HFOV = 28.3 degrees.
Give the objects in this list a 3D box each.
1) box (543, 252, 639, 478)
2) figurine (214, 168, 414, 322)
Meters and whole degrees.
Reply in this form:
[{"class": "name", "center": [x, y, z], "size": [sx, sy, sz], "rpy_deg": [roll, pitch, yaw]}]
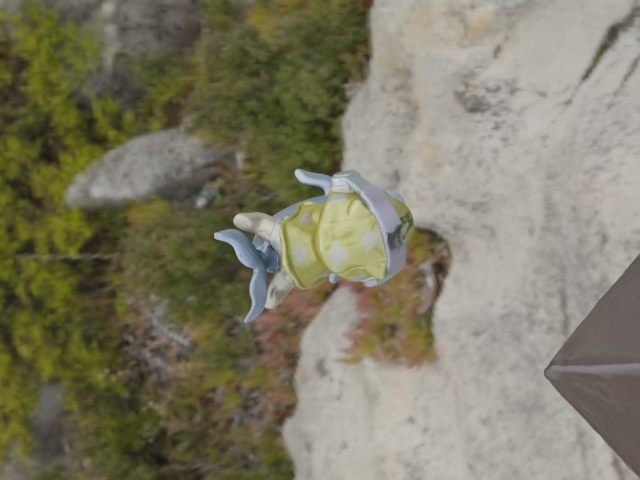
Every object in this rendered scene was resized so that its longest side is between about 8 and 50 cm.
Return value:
[{"class": "box", "center": [0.232, 0.021, 0.415], "size": [0.188, 0.252, 0.153], "rpy_deg": [48, 153, -10]}, {"class": "figurine", "center": [0.000, 0.000, 1.271], "size": [0.184, 0.208, 0.128], "rpy_deg": [3, 116, 59]}]
